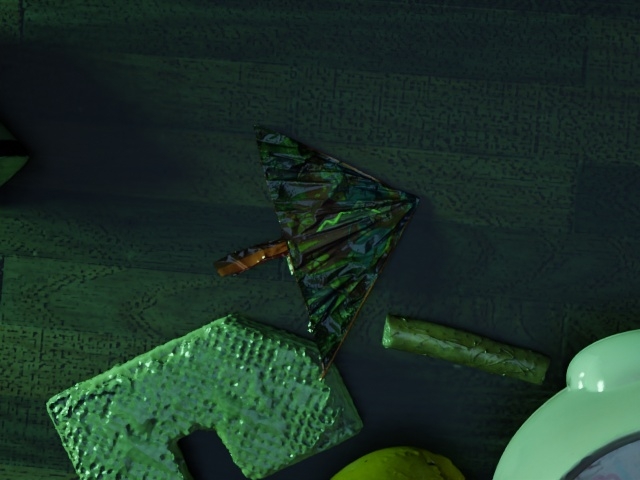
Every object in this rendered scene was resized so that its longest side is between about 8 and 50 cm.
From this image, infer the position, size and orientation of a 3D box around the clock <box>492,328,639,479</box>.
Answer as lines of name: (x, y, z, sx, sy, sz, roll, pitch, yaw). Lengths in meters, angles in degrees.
clock: (0.329, 0.239, 1.082, 0.376, 0.250, 0.368, -13, 89, 11)

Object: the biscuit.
biscuit: (-0.101, 0.154, 1.216, 0.250, 0.046, 0.147, -24, 88, 5)

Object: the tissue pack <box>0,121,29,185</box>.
tissue pack: (-0.346, -0.107, 1.206, 0.090, 0.103, 0.170, -43, 87, 8)

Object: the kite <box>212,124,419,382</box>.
kite: (0.000, 0.000, 1.205, 0.189, 0.009, 0.232, -18, 78, -6)

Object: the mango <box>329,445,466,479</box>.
mango: (0.023, 0.274, 1.155, 0.248, 0.151, 0.156, -35, 122, 1)

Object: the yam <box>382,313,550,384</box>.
yam: (0.125, 0.093, 1.205, 0.145, 0.032, 0.032, 14, 92, 3)
